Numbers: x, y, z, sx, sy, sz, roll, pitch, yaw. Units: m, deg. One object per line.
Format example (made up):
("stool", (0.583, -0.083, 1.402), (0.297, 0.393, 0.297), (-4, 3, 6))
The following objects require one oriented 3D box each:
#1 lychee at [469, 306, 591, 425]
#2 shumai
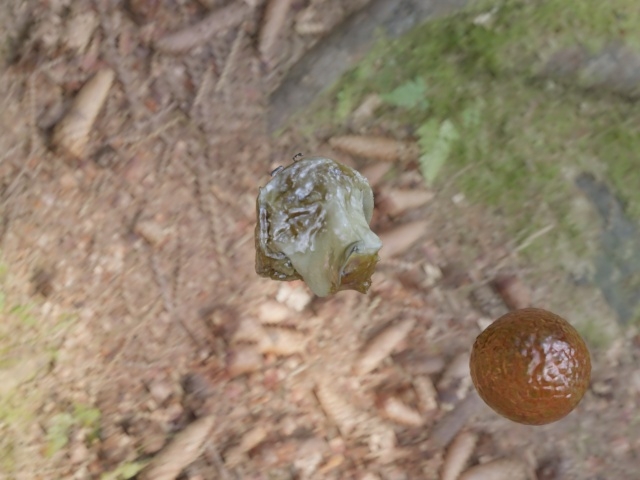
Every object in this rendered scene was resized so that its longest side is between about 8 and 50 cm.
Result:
("lychee", (0.189, 0.115, 1.436), (0.114, 0.140, 0.101), (-20, 54, -10))
("shumai", (0.004, -0.001, 1.583), (0.145, 0.146, 0.116), (-1, 36, -27))
